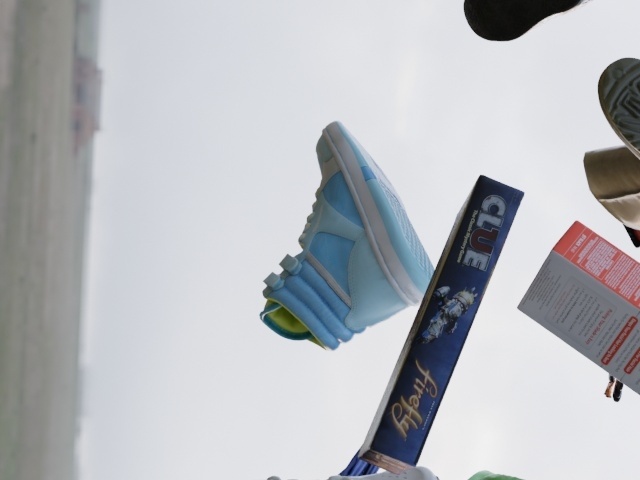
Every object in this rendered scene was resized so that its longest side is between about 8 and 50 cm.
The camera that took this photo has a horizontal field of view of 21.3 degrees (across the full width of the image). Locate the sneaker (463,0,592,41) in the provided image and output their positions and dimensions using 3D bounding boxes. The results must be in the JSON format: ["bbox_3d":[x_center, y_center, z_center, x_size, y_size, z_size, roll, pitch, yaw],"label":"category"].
[{"bbox_3d":[0.336,-0.365,2.471,0.270,0.145,0.090,-13,-76,57],"label":"sneaker"}]

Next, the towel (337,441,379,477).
[{"bbox_3d":[0.044,0.286,2.084,0.243,0.040,0.336,-57,174,-35],"label":"towel"}]

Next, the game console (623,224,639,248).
[{"bbox_3d":[0.464,-0.071,2.471,0.085,0.124,0.144,-37,-103,51],"label":"game console"}]

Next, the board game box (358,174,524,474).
[{"bbox_3d":[0.100,0.077,1.448,0.165,0.042,0.243,102,11,-80],"label":"board game box"}]

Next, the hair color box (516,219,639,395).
[{"bbox_3d":[0.266,0.068,1.489,0.053,0.167,0.093,-45,166,-38],"label":"hair color box"}]

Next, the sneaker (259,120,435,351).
[{"bbox_3d":[0.000,0.000,2.037,0.127,0.208,0.319,47,13,-37],"label":"sneaker"}]

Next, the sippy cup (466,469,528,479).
[{"bbox_3d":[0.197,0.376,1.643,0.240,0.224,0.305,-57,160,-11],"label":"sippy cup"}]

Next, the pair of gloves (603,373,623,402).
[{"bbox_3d":[0.286,0.116,1.621,0.083,0.010,0.074,32,72,-87],"label":"pair of gloves"}]

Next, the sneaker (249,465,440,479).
[{"bbox_3d":[-0.019,0.291,1.710,0.111,0.297,0.129,-101,166,-54],"label":"sneaker"}]

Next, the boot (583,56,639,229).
[{"bbox_3d":[0.376,-0.105,2.053,0.089,0.236,0.269,-44,-172,-11],"label":"boot"}]
